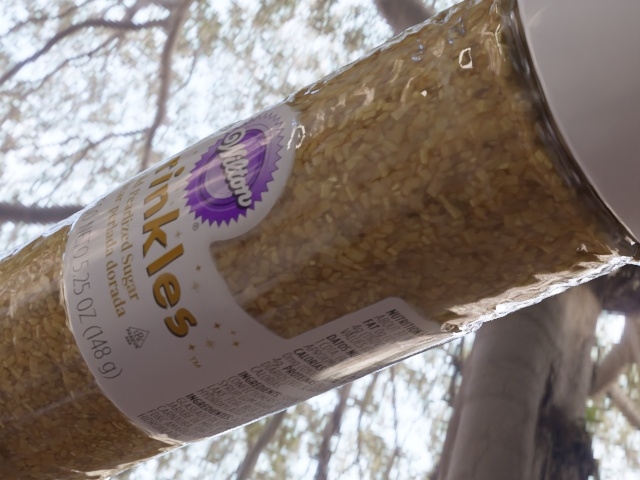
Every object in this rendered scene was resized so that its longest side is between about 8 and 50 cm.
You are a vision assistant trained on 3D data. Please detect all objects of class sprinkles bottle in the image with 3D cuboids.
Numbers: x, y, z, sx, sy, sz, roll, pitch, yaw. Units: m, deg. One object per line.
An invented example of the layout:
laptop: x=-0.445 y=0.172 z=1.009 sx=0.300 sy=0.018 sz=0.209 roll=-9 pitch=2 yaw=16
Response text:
sprinkles bottle: x=0.000 y=0.000 z=0.522 sx=0.355 sy=0.121 sz=0.121 roll=-26 pitch=-67 yaw=30
